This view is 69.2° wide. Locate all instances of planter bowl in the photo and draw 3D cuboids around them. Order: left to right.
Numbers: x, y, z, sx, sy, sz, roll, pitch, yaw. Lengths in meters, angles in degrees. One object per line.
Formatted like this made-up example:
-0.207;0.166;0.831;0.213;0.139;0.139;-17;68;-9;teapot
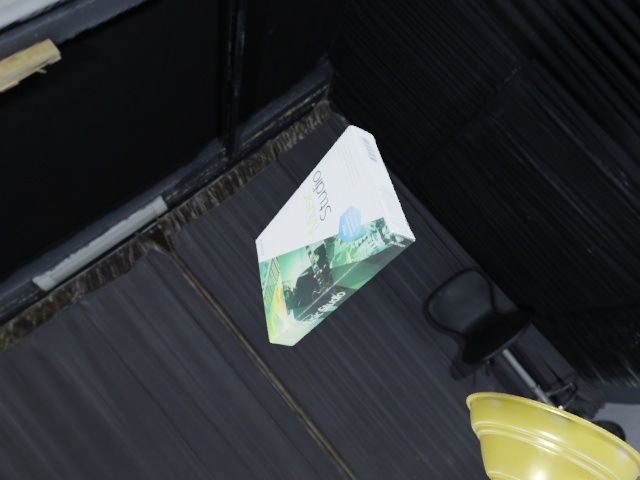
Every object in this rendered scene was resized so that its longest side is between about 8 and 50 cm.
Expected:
0.281;0.289;0.594;0.090;0.217;0.217;-60;6;-26;planter bowl

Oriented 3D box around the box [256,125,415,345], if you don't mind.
0.000;0.000;0.784;0.058;0.232;0.322;15;-46;-32;box
